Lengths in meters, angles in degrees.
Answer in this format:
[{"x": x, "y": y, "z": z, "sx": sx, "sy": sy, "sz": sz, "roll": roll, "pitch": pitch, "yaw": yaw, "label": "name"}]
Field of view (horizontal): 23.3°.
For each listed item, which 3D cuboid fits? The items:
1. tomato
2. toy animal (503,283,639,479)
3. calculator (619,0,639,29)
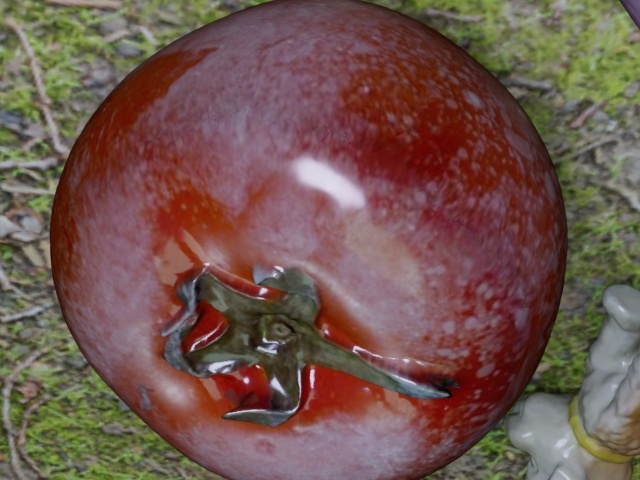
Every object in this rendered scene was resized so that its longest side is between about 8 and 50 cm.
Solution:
[{"x": 0.000, "y": 0.000, "z": 0.827, "sx": 0.270, "sy": 0.227, "sz": 0.270, "roll": 7, "pitch": 121, "yaw": 11, "label": "tomato"}, {"x": 0.232, "y": 0.124, "z": 1.050, "sx": 0.184, "sy": 0.104, "sz": 0.185, "roll": 11, "pitch": 130, "yaw": -23, "label": "toy animal"}, {"x": 0.281, "y": -0.168, "z": 0.796, "sx": 0.294, "sy": 0.043, "sz": 0.194, "roll": -31, "pitch": 127, "yaw": 24, "label": "calculator"}]
